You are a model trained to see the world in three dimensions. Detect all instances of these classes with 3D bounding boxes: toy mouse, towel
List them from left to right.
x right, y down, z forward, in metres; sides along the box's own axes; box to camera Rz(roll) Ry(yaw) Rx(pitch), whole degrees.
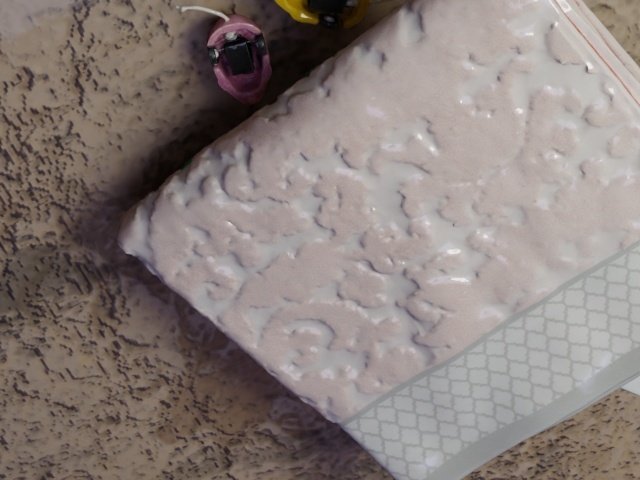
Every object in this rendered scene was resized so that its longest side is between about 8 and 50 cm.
[{"bbox_3d":[-0.018,-0.120,0.967,0.161,0.031,0.143,4,129,-11],"label":"toy mouse"},{"bbox_3d":[0.087,0.007,0.960,0.332,0.053,0.317,-34,116,25],"label":"towel"}]

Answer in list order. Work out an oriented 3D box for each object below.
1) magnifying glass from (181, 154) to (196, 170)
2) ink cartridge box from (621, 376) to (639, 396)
[{"bbox_3d":[0.000,0.000,1.038,0.231,0.026,0.092,25,124,-30],"label":"magnifying glass"},{"bbox_3d":[0.198,0.060,1.092,0.122,0.088,0.052,24,109,-25],"label":"ink cartridge box"}]
